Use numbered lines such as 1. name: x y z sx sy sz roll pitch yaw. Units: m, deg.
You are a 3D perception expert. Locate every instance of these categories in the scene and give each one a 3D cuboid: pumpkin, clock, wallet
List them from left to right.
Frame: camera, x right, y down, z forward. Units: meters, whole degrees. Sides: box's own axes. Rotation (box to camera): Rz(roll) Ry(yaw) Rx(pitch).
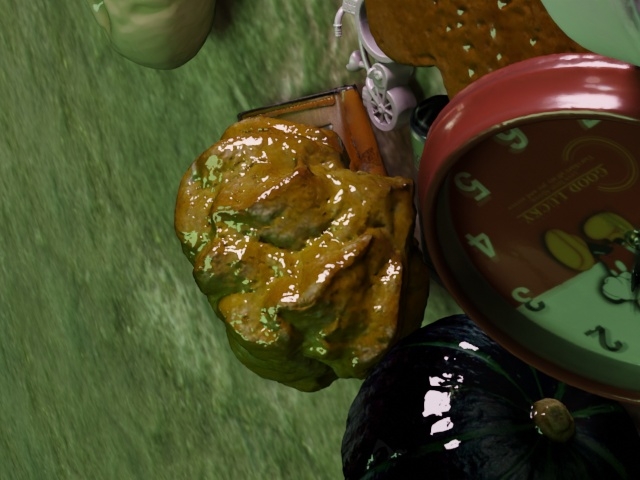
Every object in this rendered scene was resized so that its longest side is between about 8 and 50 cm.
1. wallet: 0.000 -0.056 1.773 0.195 0.042 0.161 -4 108 60
2. clock: 0.052 -0.158 1.606 0.087 0.041 0.129 29 130 43
3. pumpkin: 0.120 0.192 1.530 0.248 0.248 0.248 40 143 39
4. clock: 0.217 -0.006 1.290 0.319 0.080 0.318 16 141 13

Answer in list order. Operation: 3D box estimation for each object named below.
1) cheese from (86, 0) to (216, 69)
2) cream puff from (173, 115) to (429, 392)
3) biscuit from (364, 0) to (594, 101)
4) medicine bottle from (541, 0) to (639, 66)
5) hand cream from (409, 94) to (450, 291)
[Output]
1. cheese: -0.136 -0.320 1.705 0.328 0.130 0.351 9 119 58
2. cream puff: -0.012 0.012 1.614 0.196 0.244 0.244 -2 115 21
3. biscuit: 0.141 -0.187 1.403 0.283 0.064 0.432 -34 83 56
4. medicine bottle: 0.288 -0.166 1.017 0.325 0.212 0.212 27 134 51
5. hand cream: 0.108 -0.029 1.607 0.086 0.055 0.235 46 154 39
